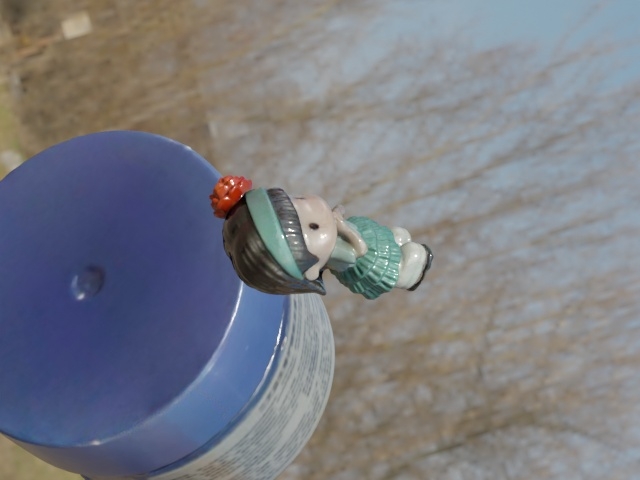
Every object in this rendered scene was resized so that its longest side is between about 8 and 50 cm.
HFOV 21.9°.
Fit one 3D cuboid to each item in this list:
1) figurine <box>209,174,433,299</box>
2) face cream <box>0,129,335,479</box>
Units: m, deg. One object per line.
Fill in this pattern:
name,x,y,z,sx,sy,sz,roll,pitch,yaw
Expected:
figurine,0.000,0.000,0.776,0.047,0.106,0.060,-52,-136,32
face cream,-0.132,0.072,1.272,0.225,0.249,0.249,52,16,-59
